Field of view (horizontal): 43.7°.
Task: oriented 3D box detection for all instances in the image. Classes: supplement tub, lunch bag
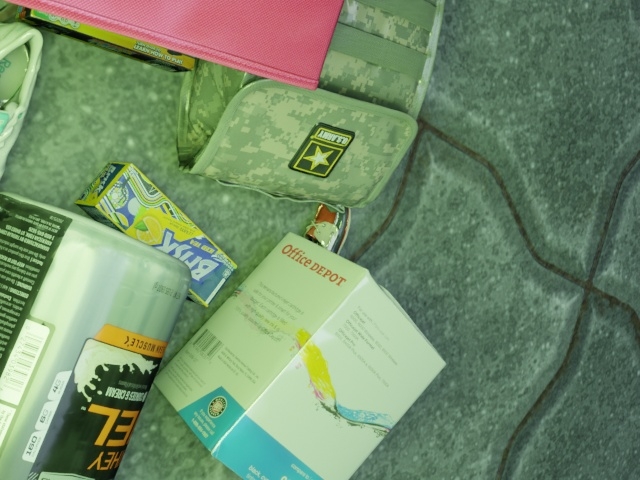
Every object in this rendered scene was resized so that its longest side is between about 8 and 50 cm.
[{"bbox_3d":[-0.253,0.134,0.690,0.193,0.193,0.316,27,81,-38],"label":"supplement tub"},{"bbox_3d":[-0.011,-0.179,0.854,0.235,0.169,0.287,9,95,-36],"label":"lunch bag"}]

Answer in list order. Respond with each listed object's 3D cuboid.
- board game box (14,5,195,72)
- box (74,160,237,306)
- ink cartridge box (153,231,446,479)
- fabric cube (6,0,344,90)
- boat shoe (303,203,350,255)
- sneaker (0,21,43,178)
[{"bbox_3d":[-0.192,-0.255,0.773,0.170,0.048,0.141,11,91,-39],"label":"board game box"},{"bbox_3d":[-0.166,-0.005,0.827,0.169,0.054,0.059,48,68,-34],"label":"box"},{"bbox_3d":[-0.022,0.142,0.865,0.232,0.171,0.168,-48,122,-9],"label":"ink cartridge box"},{"bbox_3d":[-0.119,-0.290,0.585,0.254,0.259,0.258,9,109,-32],"label":"fabric cube"},{"bbox_3d":[0.000,0.000,0.967,0.043,0.049,0.137,11,94,-37],"label":"boat shoe"},{"bbox_3d":[-0.294,-0.092,0.686,0.080,0.094,0.212,21,84,-40],"label":"sneaker"}]
